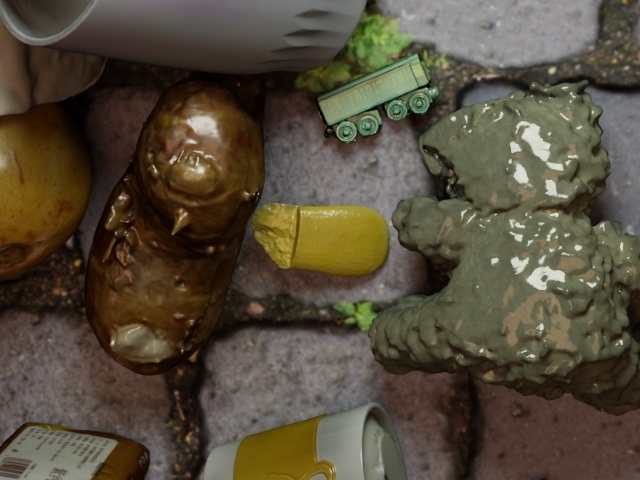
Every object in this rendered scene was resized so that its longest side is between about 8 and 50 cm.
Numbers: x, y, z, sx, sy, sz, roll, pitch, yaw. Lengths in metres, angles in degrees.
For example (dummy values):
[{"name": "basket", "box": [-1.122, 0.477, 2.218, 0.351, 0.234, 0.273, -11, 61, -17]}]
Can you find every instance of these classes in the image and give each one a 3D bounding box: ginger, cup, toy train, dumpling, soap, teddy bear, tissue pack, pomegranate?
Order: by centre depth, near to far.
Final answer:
[{"name": "cup", "box": [-0.144, -0.300, 1.485, 0.253, 0.372, 0.253, -8, 78, 47]}, {"name": "dumpling", "box": [-0.333, -0.291, 1.592, 0.260, 0.341, 0.181, 22, 130, -31]}, {"name": "teddy bear", "box": [0.248, 0.001, 1.621, 0.358, 0.224, 0.367, 9, 88, 8]}, {"name": "ginger", "box": [-0.171, -0.012, 1.644, 0.176, 0.254, 0.418, 23, 110, -2]}, {"name": "pomegranate", "box": [-0.399, -0.083, 1.651, 0.264, 0.264, 0.264, 2, 102, 8]}, {"name": "toy train", "box": [0.066, -0.164, 1.672, 0.148, 0.038, 0.071, -22, 95, 13]}, {"name": "soap", "box": [0.000, 0.000, 1.702, 0.169, 0.033, 0.089, 1, 100, -10]}, {"name": "cup", "box": [-0.008, 0.329, 1.711, 0.226, 0.185, 0.241, -11, 87, 17]}, {"name": "tissue pack", "box": [-0.322, 0.303, 1.733, 0.183, 0.226, 0.091, 12, 102, 5]}]

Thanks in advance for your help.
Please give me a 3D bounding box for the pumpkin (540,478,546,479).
[{"name": "pumpkin", "box": [0.188, 0.464, 1.756, 0.258, 0.095, 0.290, -13, 103, 7]}]
